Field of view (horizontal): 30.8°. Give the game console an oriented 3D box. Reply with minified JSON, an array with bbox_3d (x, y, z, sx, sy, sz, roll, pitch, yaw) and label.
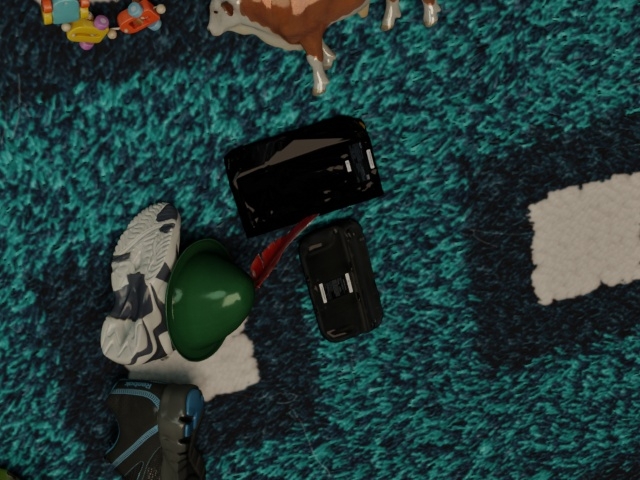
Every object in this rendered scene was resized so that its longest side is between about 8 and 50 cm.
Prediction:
[{"bbox_3d":[0.000,0.000,1.733,0.213,0.044,0.361,-17,118,-4],"label":"game console"}]

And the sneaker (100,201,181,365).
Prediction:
[{"bbox_3d":[-0.227,0.071,1.688,0.153,0.094,0.235,27,69,-63],"label":"sneaker"}]

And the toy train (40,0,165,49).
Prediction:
[{"bbox_3d":[-0.284,-0.302,1.487,0.125,0.046,0.166,-26,159,20],"label":"toy train"}]

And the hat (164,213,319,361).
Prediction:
[{"bbox_3d":[-0.099,0.086,1.633,0.183,0.173,0.209,7,129,29],"label":"hat"}]

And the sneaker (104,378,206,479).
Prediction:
[{"bbox_3d":[-0.259,0.353,1.816,0.139,0.125,0.341,11,118,11],"label":"sneaker"}]

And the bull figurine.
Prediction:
[{"bbox_3d":[0.007,-0.318,1.546,0.310,0.101,0.188,-29,123,3],"label":"bull figurine"}]

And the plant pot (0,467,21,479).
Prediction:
[{"bbox_3d":[-0.487,0.493,1.751,0.207,0.227,0.228,-40,118,-1],"label":"plant pot"}]
